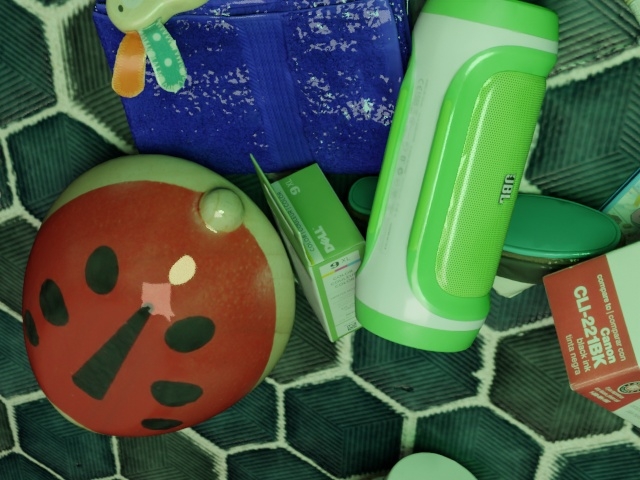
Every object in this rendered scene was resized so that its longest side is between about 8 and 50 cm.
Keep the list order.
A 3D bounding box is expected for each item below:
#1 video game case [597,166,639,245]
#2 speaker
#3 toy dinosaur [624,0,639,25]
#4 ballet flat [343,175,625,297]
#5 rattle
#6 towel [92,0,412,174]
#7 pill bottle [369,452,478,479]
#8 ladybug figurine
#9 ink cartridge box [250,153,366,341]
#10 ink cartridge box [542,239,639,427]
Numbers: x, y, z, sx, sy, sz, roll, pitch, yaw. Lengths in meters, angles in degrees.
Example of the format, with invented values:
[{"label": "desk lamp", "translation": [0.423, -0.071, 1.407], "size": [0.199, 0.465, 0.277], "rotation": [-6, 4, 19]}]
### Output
[{"label": "video game case", "translation": [0.335, -0.016, 0.929], "size": [0.119, 0.015, 0.166], "rotation": [32, 129, -5]}, {"label": "speaker", "translation": [0.114, -0.060, 0.839], "size": [0.131, 0.131, 0.297], "rotation": [15, 103, 9]}, {"label": "toy dinosaur", "translation": [0.129, -0.241, 0.722], "size": [0.313, 0.160, 0.121], "rotation": [5, 125, -9]}, {"label": "ballet flat", "translation": [0.158, -0.002, 0.961], "size": [0.280, 0.095, 0.096], "rotation": [13, 139, 23]}, {"label": "rattle", "translation": [-0.147, -0.234, 0.807], "size": [0.130, 0.200, 0.143], "rotation": [24, 172, 2]}, {"label": "towel", "translation": [-0.059, -0.156, 0.925], "size": [0.308, 0.076, 0.228], "rotation": [1, 124, 19]}, {"label": "pill bottle", "translation": [0.082, 0.419, 1.226], "size": [0.187, 0.188, 0.334], "rotation": [26, 129, -1]}, {"label": "ladybug figurine", "translation": [-0.197, 0.084, 1.057], "size": [0.305, 0.162, 0.449], "rotation": [35, 138, -2]}, {"label": "ink cartridge box", "translation": [0.000, 0.000, 0.946], "size": [0.062, 0.109, 0.209], "rotation": [-26, 146, -6]}, {"label": "ink cartridge box", "translation": [0.367, 0.061, 0.849], "size": [0.272, 0.114, 0.197], "rotation": [-24, 148, 27]}]
